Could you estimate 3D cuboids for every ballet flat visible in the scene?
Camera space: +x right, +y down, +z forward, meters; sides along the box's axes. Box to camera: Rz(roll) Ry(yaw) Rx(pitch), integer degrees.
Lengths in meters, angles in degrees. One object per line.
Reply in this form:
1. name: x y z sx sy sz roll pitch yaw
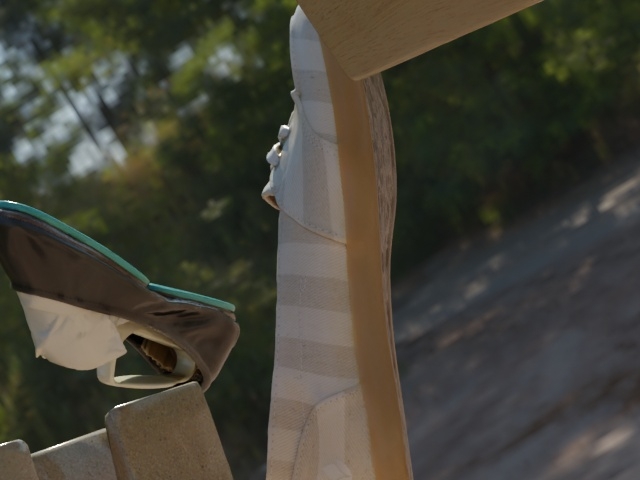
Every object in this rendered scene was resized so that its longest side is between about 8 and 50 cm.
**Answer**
1. ballet flat: -0.156 0.058 1.345 0.095 0.096 0.280 9 -13 38

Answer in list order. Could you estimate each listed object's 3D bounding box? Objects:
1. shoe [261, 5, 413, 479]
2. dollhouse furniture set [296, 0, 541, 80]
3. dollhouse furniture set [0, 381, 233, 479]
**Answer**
1. shoe: 0.000 0.000 0.716 0.058 0.219 0.076 -7 -15 9
2. dollhouse furniture set: 0.044 -0.161 0.576 0.123 0.151 0.144 -42 13 -31
3. dollhouse furniture set: -0.171 0.176 0.616 0.259 0.135 0.262 -15 -11 -45
